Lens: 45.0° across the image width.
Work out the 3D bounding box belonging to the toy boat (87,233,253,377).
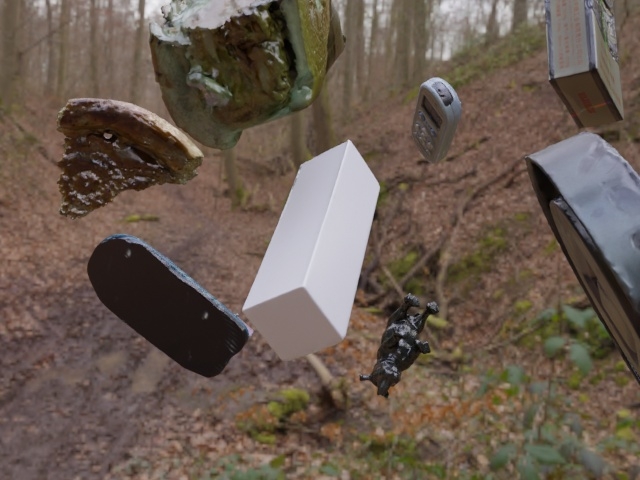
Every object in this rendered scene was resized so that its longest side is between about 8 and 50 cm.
[{"bbox_3d":[-0.258,0.099,1.332,0.299,0.134,0.092,41,20,-5],"label":"toy boat"}]

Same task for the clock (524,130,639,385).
[{"bbox_3d":[0.297,0.047,0.734,0.066,0.319,0.319,-27,-9,11],"label":"clock"}]

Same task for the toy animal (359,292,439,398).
[{"bbox_3d":[0.080,0.116,0.809,0.047,0.136,0.065,35,-50,-7],"label":"toy animal"}]

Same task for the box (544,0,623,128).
[{"bbox_3d":[0.467,-0.380,1.381,0.084,0.310,0.198,-9,-23,31],"label":"box"}]

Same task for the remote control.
[{"bbox_3d":[0.202,-0.207,1.354,0.047,0.087,0.244,-27,-14,-6],"label":"remote control"}]

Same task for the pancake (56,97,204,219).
[{"bbox_3d":[-0.372,-0.131,1.384,0.266,0.245,0.057,33,-3,-8],"label":"pancake"}]

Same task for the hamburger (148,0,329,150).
[{"bbox_3d":[-0.082,-0.226,0.898,0.167,0.192,0.288,0,38,9],"label":"hamburger"}]

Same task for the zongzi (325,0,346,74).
[{"bbox_3d":[-0.101,-0.378,1.106,0.273,0.145,0.300,28,-17,16],"label":"zongzi"}]

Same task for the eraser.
[{"bbox_3d":[0.000,-0.001,0.859,0.076,0.078,0.298,-24,26,25],"label":"eraser"}]
